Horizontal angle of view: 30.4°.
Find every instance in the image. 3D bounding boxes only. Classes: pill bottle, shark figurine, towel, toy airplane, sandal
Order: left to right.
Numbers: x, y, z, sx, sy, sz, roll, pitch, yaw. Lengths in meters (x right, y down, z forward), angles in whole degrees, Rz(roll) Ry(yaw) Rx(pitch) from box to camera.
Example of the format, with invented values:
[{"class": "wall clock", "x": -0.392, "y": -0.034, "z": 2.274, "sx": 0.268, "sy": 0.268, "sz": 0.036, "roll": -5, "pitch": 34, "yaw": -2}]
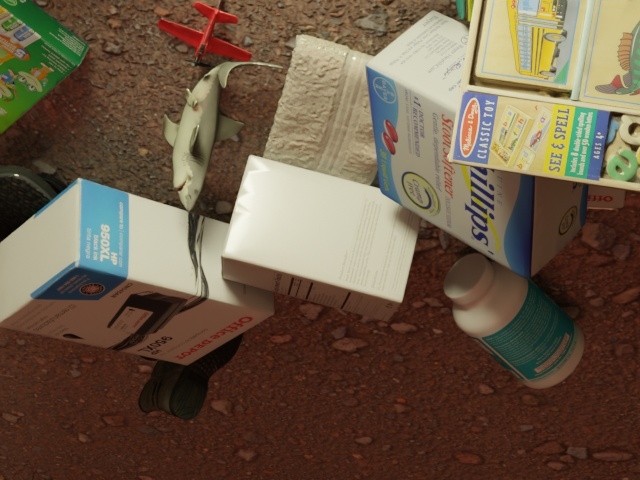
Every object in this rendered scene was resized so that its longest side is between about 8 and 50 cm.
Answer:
[{"class": "sandal", "x": -0.501, "y": -0.030, "z": 2.138, "sx": 0.167, "sy": 0.107, "sz": 0.446, "roll": 4, "pitch": 152, "yaw": 10}, {"class": "toy airplane", "x": -0.165, "y": -0.308, "z": 1.750, "sx": 0.151, "sy": 0.028, "sz": 0.151, "roll": 7, "pitch": 141, "yaw": 6}, {"class": "shark figurine", "x": -0.159, "y": -0.199, "z": 1.849, "sx": 0.116, "sy": 0.166, "sz": 0.278, "roll": 6, "pitch": 128, "yaw": -31}, {"class": "towel", "x": 0.022, "y": -0.188, "z": 1.821, "sx": 0.187, "sy": 0.049, "sz": 0.282, "roll": 15, "pitch": 140, "yaw": -3}, {"class": "pill bottle", "x": 0.328, "y": 0.133, "z": 2.031, "sx": 0.146, "sy": 0.146, "sz": 0.264, "roll": -24, "pitch": 128, "yaw": 37}]

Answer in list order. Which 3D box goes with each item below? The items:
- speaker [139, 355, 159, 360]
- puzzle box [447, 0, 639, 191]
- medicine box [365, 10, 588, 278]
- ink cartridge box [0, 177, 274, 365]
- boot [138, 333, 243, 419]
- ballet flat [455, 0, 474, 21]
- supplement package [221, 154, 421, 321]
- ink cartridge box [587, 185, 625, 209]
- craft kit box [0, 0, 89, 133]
[{"class": "speaker", "x": -0.313, "y": 0.164, "z": 2.265, "sx": 0.055, "sy": 0.136, "sz": 0.055, "roll": 8, "pitch": 141, "yaw": 6}, {"class": "puzzle box", "x": 0.317, "y": -0.273, "z": 1.417, "sx": 0.272, "sy": 0.409, "sz": 0.052, "roll": 9, "pitch": -176, "yaw": 6}, {"class": "medicine box", "x": 0.224, "y": -0.135, "z": 1.651, "sx": 0.289, "sy": 0.149, "sz": 0.263, "roll": 33, "pitch": 151, "yaw": 32}, {"class": "ink cartridge box", "x": -0.316, "y": 0.068, "z": 2.033, "sx": 0.395, "sy": 0.166, "sz": 0.285, "roll": 17, "pitch": 146, "yaw": -37}, {"class": "boot", "x": -0.262, "y": 0.231, "z": 2.295, "sx": 0.161, "sy": 0.246, "sz": 0.083, "roll": 5, "pitch": 149, "yaw": 51}, {"class": "ballet flat", "x": 0.202, "y": -0.385, "z": 1.522, "sx": 0.077, "sy": 0.077, "sz": 0.231, "roll": -12, "pitch": 134, "yaw": 5}, {"class": "supplement package", "x": 0.000, "y": 0.000, "z": 1.912, "sx": 0.292, "sy": 0.178, "sz": 0.175, "roll": 15, "pitch": 166, "yaw": -1}, {"class": "ink cartridge box", "x": 0.378, "y": -0.148, "z": 1.732, "sx": 0.153, "sy": 0.087, "sz": 0.208, "roll": 4, "pitch": 139, "yaw": 12}, {"class": "craft kit box", "x": -0.534, "y": -0.307, "z": 1.842, "sx": 0.250, "sy": 0.061, "sz": 0.246, "roll": 37, "pitch": 138, "yaw": -25}]
